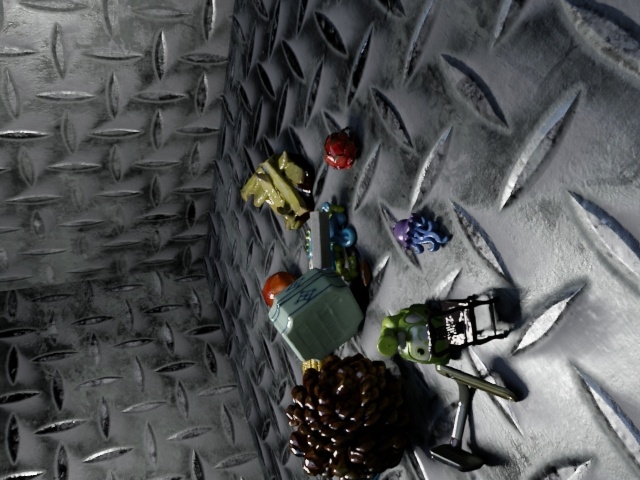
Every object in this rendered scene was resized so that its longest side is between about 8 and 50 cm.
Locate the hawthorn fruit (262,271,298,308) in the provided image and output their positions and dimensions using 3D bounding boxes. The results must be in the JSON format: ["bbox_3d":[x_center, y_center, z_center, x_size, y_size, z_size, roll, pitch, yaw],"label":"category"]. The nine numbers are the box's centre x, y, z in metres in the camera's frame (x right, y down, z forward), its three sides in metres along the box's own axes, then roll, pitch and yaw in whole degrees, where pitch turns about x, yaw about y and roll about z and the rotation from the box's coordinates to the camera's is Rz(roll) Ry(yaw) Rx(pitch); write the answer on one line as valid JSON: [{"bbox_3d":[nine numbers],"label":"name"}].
[{"bbox_3d":[-0.170,0.216,2.333,0.200,0.179,0.179,-92,14,-47],"label":"hawthorn fruit"}]

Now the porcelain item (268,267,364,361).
[{"bbox_3d":[-0.016,0.254,1.791,0.157,0.281,0.286,46,169,49],"label":"porcelain item"}]

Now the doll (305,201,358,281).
[{"bbox_3d":[0.017,0.028,1.936,0.346,0.099,0.341,7,101,60],"label":"doll"}]

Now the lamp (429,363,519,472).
[{"bbox_3d":[0.383,0.445,1.268,0.203,0.124,0.283,13,107,43],"label":"lamp"}]

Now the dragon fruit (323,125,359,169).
[{"bbox_3d":[0.070,-0.304,1.731,0.142,0.130,0.121,64,-177,33],"label":"dragon fruit"}]

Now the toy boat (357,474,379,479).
[{"bbox_3d":[0.162,0.797,1.833,0.061,0.096,0.299,-112,24,-48],"label":"toy boat"}]

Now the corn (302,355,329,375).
[{"bbox_3d":[-0.019,0.453,2.110,0.120,0.120,0.363,-169,75,-65],"label":"corn"}]

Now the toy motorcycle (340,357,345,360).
[{"bbox_3d":[0.077,0.545,1.957,0.150,0.102,0.221,16,115,42],"label":"toy motorcycle"}]

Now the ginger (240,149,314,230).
[{"bbox_3d":[-0.194,-0.201,2.219,0.413,0.211,0.358,15,112,64],"label":"ginger"}]

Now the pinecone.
[{"bbox_3d":[0.083,0.569,1.618,0.398,0.398,0.397,173,90,-66],"label":"pinecone"}]

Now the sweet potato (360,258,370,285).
[{"bbox_3d":[0.152,0.108,1.746,0.034,0.034,0.095,147,125,-63],"label":"sweet potato"}]

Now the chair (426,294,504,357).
[{"bbox_3d":[0.306,0.194,1.192,0.113,0.229,0.106,-12,85,63],"label":"chair"}]

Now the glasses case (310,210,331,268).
[{"bbox_3d":[0.000,0.000,1.838,0.047,0.071,0.205,-5,87,33],"label":"glasses case"}]

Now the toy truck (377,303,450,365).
[{"bbox_3d":[0.240,0.258,1.407,0.187,0.211,0.148,-130,37,-79],"label":"toy truck"}]

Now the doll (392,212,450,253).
[{"bbox_3d":[0.270,-0.016,1.419,0.206,0.067,0.110,20,101,51],"label":"doll"}]
